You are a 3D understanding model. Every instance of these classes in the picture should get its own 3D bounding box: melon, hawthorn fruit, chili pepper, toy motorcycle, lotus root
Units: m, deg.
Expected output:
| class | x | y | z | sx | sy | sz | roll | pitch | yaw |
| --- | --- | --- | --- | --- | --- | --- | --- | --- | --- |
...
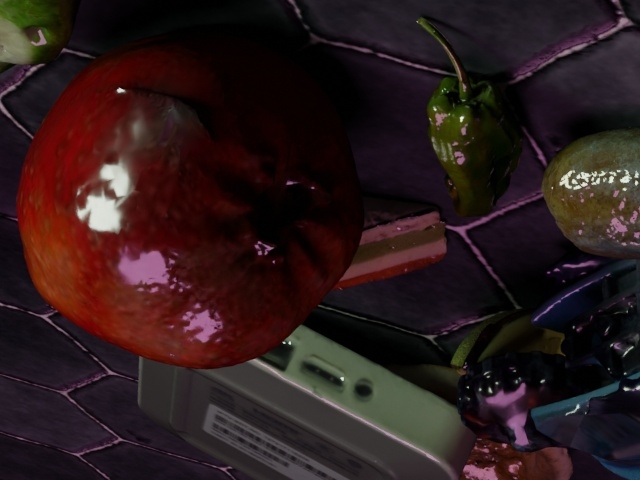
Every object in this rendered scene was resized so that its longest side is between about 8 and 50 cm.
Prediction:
| class | x | y | z | sx | sy | sz | roll | pitch | yaw |
| --- | --- | --- | --- | --- | --- | --- | --- | --- | --- |
| melon | 0.194 | 0.104 | 1.714 | 0.160 | 0.079 | 0.128 | 15 | 173 | -23 |
| hawthorn fruit | -0.123 | -0.033 | 1.433 | 0.307 | 0.265 | 0.265 | 4 | 153 | 43 |
| chili pepper | 0.115 | -0.080 | 1.378 | 0.073 | 0.072 | 0.204 | 11 | 155 | 18 |
| toy motorcycle | 0.312 | 0.100 | 1.546 | 0.232 | 0.172 | 0.416 | 24 | 140 | -28 |
| lotus root | 0.263 | -0.034 | 1.366 | 0.192 | 0.088 | 0.113 | 1 | 144 | 31 |

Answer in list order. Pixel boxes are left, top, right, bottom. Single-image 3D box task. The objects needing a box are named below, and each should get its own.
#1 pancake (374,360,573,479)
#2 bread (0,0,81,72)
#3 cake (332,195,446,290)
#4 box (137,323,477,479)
| class | x | y | z | sx | sy | sz | roll | pitch | yaw |
| --- | --- | --- | --- | --- | --- | --- | --- | --- | --- |
| pancake | 0.151 | 0.215 | 1.999 | 0.282 | 0.049 | 0.282 | 15 | 153 | 8 |
| bread | -0.341 | -0.247 | 1.256 | 0.382 | 0.129 | 0.366 | 20 | 155 | -6 |
| cake | -0.008 | 0.016 | 1.604 | 0.220 | 0.117 | 0.086 | 12 | 148 | 14 |
| box | -0.028 | 0.198 | 1.956 | 0.367 | 0.090 | 0.373 | 26 | 157 | 6 |
